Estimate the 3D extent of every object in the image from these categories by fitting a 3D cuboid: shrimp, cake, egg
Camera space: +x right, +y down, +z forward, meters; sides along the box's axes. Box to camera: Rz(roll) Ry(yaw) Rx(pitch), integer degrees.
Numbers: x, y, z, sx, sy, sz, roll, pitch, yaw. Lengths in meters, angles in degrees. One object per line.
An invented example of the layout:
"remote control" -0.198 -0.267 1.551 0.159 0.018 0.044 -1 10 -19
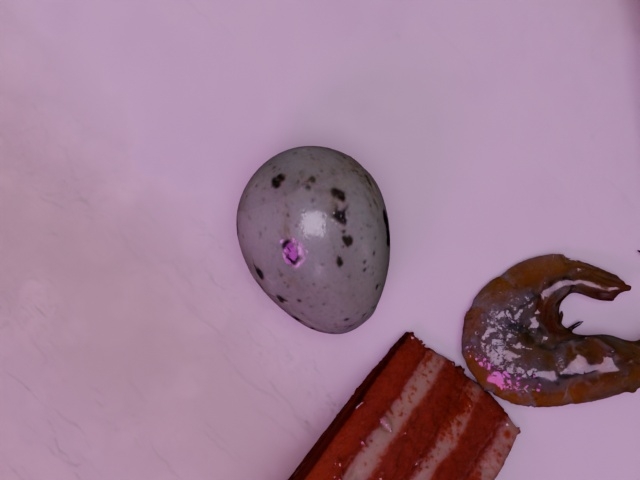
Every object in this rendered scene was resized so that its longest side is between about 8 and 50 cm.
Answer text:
"shrimp" 0.215 0.078 1.573 0.187 0.051 0.132 -1 92 1
"cake" 0.045 0.235 1.574 0.158 0.159 0.262 38 55 -2
"egg" 0.000 0.000 1.530 0.131 0.131 0.164 -23 115 -1

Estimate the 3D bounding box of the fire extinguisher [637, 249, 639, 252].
"fire extinguisher" 0.324 -0.105 1.556 0.138 0.102 0.344 -5 93 31
